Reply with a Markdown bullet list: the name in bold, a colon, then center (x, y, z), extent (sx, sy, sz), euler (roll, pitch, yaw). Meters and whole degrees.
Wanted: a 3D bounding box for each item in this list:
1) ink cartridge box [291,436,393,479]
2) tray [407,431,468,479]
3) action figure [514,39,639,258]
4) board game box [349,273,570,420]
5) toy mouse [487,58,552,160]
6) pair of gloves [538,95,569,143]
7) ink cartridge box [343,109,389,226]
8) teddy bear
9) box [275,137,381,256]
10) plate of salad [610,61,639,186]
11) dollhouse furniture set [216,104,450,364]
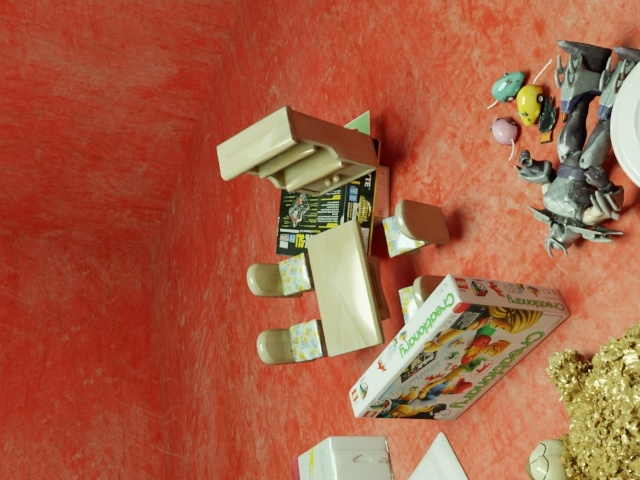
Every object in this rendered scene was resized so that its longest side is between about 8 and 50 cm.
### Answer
- **ink cartridge box**: center (0.041, 0.463, 1.302), extent (0.176, 0.128, 0.127), euler (-50, 40, 48)
- **tray**: center (0.210, 0.457, 1.076), extent (0.145, 0.030, 0.270), euler (-65, 30, 29)
- **action figure**: center (0.343, -0.112, 0.897), extent (0.185, 0.099, 0.284), euler (31, 114, 56)
- **board game box**: center (0.195, 0.171, 1.002), extent (0.305, 0.193, 0.053), euler (-59, 34, 40)
- **toy mouse**: center (0.296, -0.212, 1.079), extent (0.143, 0.031, 0.160), euler (-141, 58, -65)
- **pair of gloves**: center (0.352, -0.186, 0.994), extent (0.083, 0.010, 0.074), euler (159, 114, -64)
- **ink cartridge box**: center (0.084, -0.142, 1.473), extent (0.171, 0.056, 0.234), euler (-20, 65, 61)
- **teddy bear**: center (0.345, 0.207, 0.781), extent (0.338, 0.113, 0.245), euler (-55, 35, 43)
- **box**: center (0.006, -0.085, 1.472), extent (0.322, 0.080, 0.256), euler (2, 88, 63)
- **plate of salad**: center (0.431, -0.137, 0.755), extent (0.200, 0.048, 0.199), euler (-3, 86, 41)
- **dollhouse furniture set**: center (0.000, 0.000, 1.180), extent (0.362, 0.257, 0.393), euler (-23, 71, 37)
